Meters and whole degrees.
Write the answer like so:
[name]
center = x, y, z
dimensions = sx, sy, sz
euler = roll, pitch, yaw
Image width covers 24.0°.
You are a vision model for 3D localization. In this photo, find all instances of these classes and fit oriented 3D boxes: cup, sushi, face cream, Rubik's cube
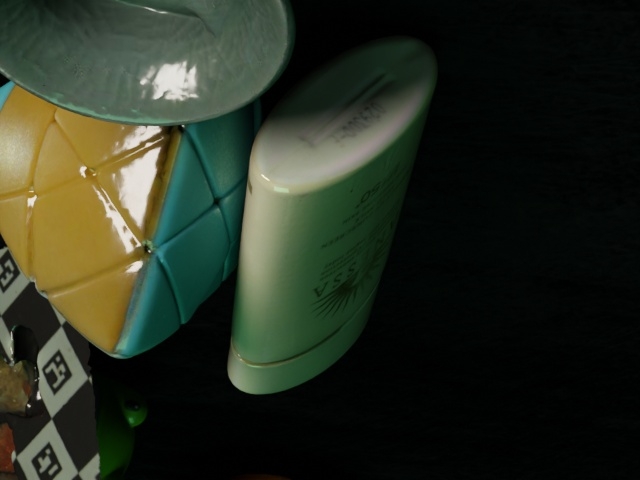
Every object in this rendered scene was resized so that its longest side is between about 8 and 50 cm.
[cup]
center = -0.105, -0.185, 0.890
dimensions = 0.199, 0.150, 0.199
euler = 5, 148, 3
[sushi]
center = -0.286, 0.155, 1.381
dimensions = 0.294, 0.292, 0.059
euler = -17, 167, 37
[face cream]
center = 0.000, 0.000, 1.158
dimensions = 0.081, 0.173, 0.348
euler = 39, 151, 17
[Rubik's cube]
center = -0.112, -0.010, 1.108
dimensions = 0.254, 0.254, 0.254
euler = 5, 147, 3

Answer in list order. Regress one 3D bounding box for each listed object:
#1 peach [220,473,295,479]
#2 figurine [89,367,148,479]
[peach]
center = -0.069, 0.375, 1.684
dimensions = 0.231, 0.231, 0.231
euler = 5, 147, 3
[figurine]
center = -0.305, 0.186, 1.508
dimensions = 0.263, 0.162, 0.143
euler = 8, 156, 17
